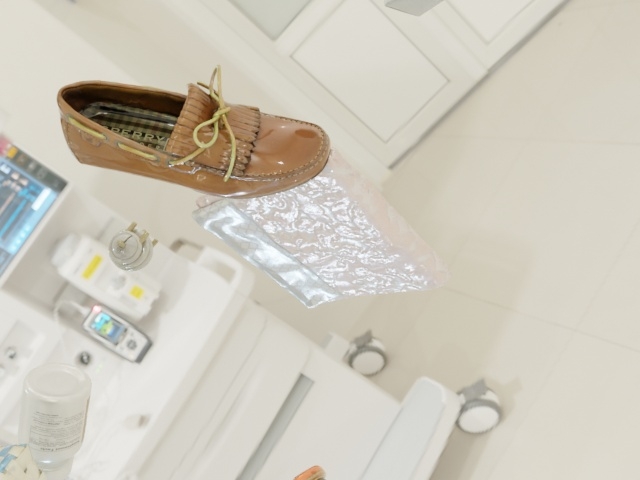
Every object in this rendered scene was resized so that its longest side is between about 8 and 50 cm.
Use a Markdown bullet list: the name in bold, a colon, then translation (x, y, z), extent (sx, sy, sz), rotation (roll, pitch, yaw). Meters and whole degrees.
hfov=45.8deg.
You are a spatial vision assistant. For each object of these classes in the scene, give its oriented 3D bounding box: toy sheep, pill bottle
- **toy sheep**: translation (-0.356, 0.015, 1.427), extent (0.091, 0.091, 0.132), rotation (-57, -15, -9)
- **pill bottle**: translation (-0.545, 0.376, 1.543), extent (0.131, 0.131, 0.229), rotation (-116, 37, -60)

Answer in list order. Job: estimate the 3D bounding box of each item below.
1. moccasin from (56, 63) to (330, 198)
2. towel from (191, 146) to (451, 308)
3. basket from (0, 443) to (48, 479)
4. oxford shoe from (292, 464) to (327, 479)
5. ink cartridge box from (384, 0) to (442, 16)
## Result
- **moccasin**: translation (-0.175, -0.156, 1.049), extent (0.147, 0.380, 0.139), rotation (90, -163, -61)
- **towel**: translation (0.000, 0.000, 1.252), extent (0.317, 0.332, 0.053), rotation (-15, 47, 38)
- **basket**: translation (-0.609, 0.455, 1.220), extent (0.289, 0.201, 0.254), rotation (-8, 21, 10)
- **oxford shoe**: translation (-0.052, 0.329, 0.663), extent (0.098, 0.097, 0.271), rotation (29, 85, 22)
- **ink cartridge box**: translation (0.151, -0.440, 1.104), extent (0.127, 0.072, 0.175), rotation (-20, 69, 52)
